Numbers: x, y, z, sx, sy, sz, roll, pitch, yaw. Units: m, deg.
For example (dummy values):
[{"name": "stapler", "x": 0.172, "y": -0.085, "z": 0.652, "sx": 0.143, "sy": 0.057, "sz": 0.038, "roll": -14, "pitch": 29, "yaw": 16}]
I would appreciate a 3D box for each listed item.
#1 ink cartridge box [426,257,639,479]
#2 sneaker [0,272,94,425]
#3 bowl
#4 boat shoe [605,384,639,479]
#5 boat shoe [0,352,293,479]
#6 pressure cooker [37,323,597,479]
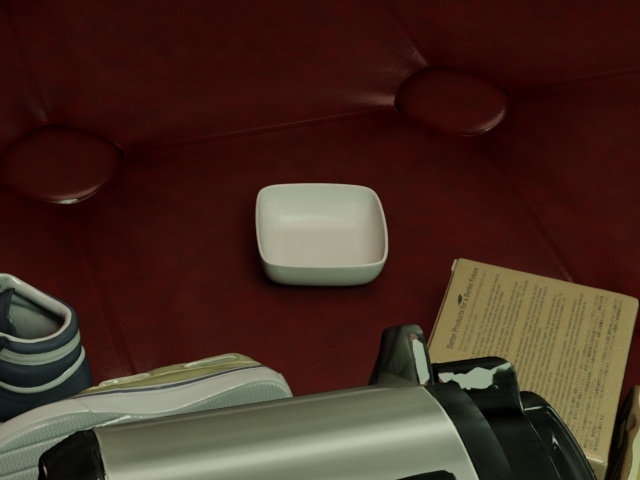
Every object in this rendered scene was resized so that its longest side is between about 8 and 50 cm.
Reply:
[{"name": "ink cartridge box", "x": 0.196, "y": 0.138, "z": 1.456, "sx": 0.193, "sy": 0.088, "sz": 0.235, "roll": 13, "pitch": 42, "yaw": 12}, {"name": "sneaker", "x": -0.353, "y": 0.117, "z": 1.385, "sx": 0.282, "sy": 0.153, "sz": 0.099, "roll": -4, "pitch": 41, "yaw": -9}, {"name": "bowl", "x": 0.000, "y": 0.000, "z": 1.626, "sx": 0.142, "sy": 0.053, "sz": 0.142, "roll": -1, "pitch": 41, "yaw": -4}, {"name": "boat shoe", "x": 0.312, "y": 0.212, "z": 1.402, "sx": 0.072, "sy": 0.068, "sz": 0.190, "roll": 23, "pitch": 43, "yaw": 3}, {"name": "boat shoe", "x": -0.174, "y": 0.177, "z": 1.390, "sx": 0.302, "sy": 0.109, "sz": 0.094, "roll": -10, "pitch": 19, "yaw": -22}, {"name": "pressure cooker", "x": 0.022, "y": 0.281, "z": 1.066, "sx": 0.420, "sy": 0.370, "sz": 0.375, "roll": -6, "pitch": 37, "yaw": -13}]
